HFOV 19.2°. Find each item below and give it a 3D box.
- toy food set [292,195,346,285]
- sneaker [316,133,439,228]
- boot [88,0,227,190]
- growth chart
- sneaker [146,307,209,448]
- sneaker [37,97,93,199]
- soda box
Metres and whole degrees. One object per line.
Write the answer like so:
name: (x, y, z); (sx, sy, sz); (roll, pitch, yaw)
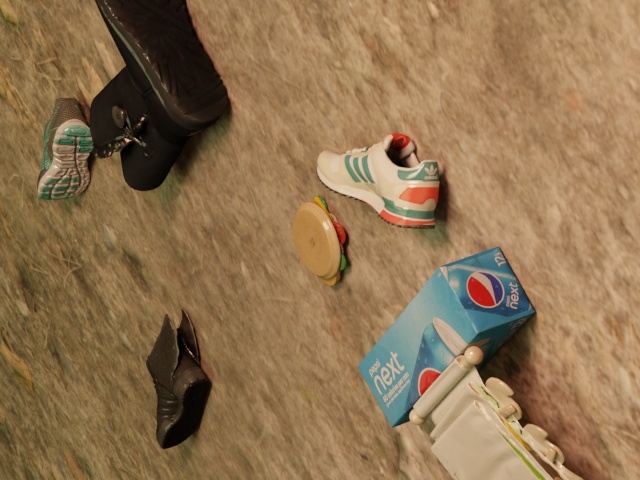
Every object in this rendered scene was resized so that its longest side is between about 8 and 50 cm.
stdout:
toy food set: (0.000, 0.000, 1.895); (0.083, 0.020, 0.082); (59, 148, 23)
sneaker: (0.057, -0.068, 1.737); (0.161, 0.057, 0.075); (34, 117, 50)
boot: (-0.211, -0.191, 2.068); (0.246, 0.094, 0.207); (61, 146, 6)
growth chart: (0.171, 0.208, 1.662); (0.237, 0.021, 0.172); (52, 147, 2)
sneaker: (-0.176, 0.168, 2.266); (0.089, 0.051, 0.170); (55, 142, 28)
sneaker: (-0.318, -0.114, 2.350); (0.166, 0.065, 0.076); (120, 142, -49)
soda box: (0.110, 0.090, 1.709); (0.071, 0.067, 0.210); (62, 150, 18)
